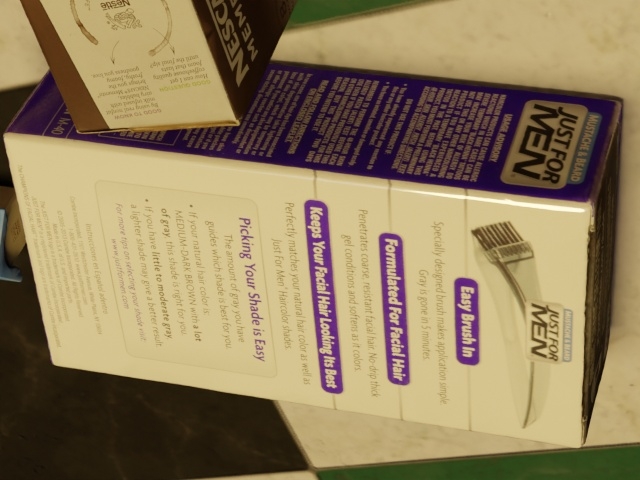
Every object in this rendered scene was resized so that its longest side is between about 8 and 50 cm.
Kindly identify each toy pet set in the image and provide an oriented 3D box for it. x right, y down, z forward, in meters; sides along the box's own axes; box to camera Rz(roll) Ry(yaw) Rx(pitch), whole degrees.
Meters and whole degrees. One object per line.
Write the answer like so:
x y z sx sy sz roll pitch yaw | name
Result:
-0.251 0.002 1.171 0.114 0.065 0.122 7 133 15 | toy pet set

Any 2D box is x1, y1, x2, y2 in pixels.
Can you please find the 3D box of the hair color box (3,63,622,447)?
0.000 0.000 1.048 0.339 0.110 0.185 9 131 15 | hair color box

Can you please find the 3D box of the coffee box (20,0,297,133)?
-0.100 -0.192 0.890 0.098 0.141 0.246 -3 128 22 | coffee box
